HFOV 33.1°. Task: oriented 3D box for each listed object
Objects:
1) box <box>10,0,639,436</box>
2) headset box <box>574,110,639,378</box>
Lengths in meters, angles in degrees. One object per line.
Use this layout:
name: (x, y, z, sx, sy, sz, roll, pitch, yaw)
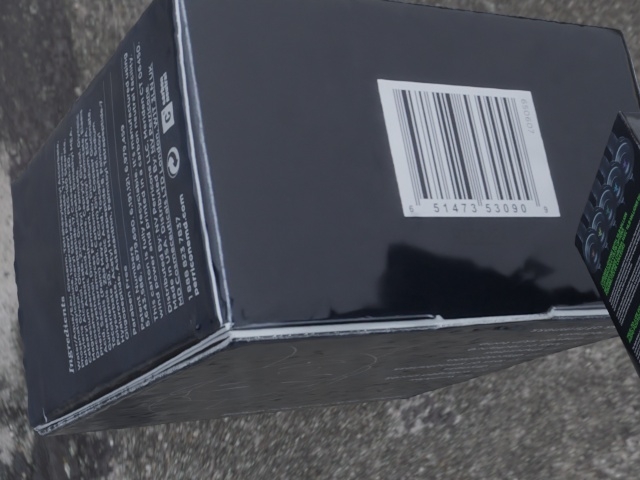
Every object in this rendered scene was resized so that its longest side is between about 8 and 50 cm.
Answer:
box: (0.000, 0.000, 1.058, 0.480, 0.472, 0.297, -1, 72, -31)
headset box: (0.335, 0.032, 0.728, 0.246, 0.131, 0.283, -1, 41, -10)
